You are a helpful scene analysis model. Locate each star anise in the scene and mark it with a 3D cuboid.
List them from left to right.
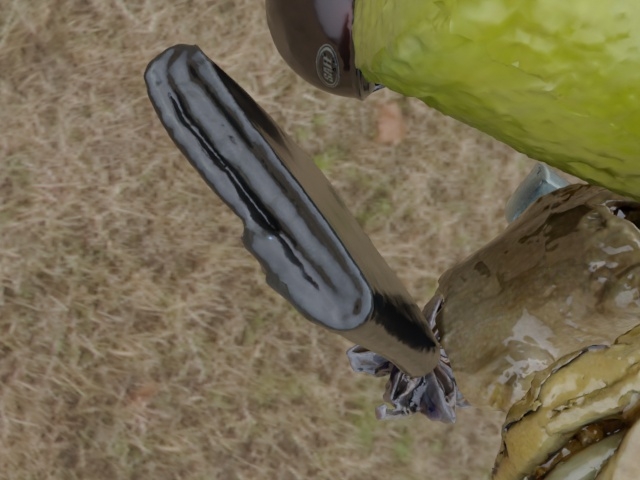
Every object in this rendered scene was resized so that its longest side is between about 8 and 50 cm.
[{"bbox_3d":[0.121,0.157,1.393,0.230,0.081,0.262,38,44,-2],"label":"star anise"}]

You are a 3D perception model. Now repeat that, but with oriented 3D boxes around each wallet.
[{"bbox_3d":[-0.001,0.000,0.866,0.062,0.406,0.228,-36,74,5],"label":"wallet"}]

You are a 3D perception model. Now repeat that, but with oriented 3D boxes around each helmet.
[{"bbox_3d":[0.041,-0.249,1.116,0.189,0.193,0.216,85,20,-56],"label":"helmet"}]

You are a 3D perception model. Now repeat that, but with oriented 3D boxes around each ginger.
[{"bbox_3d":[0.215,0.055,0.987,0.130,0.275,0.221,44,60,-19],"label":"ginger"}]

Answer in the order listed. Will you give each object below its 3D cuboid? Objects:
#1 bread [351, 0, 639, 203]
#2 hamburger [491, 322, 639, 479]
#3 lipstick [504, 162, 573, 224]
[{"bbox_3d":[0.208,-0.210,0.724,0.308,0.348,0.348,25,78,-17],"label":"bread"},{"bbox_3d":[0.244,0.136,0.679,0.283,0.144,0.259,-34,143,4],"label":"hamburger"},{"bbox_3d":[0.333,0.023,1.188,0.289,0.077,0.076,35,111,-8],"label":"lipstick"}]
